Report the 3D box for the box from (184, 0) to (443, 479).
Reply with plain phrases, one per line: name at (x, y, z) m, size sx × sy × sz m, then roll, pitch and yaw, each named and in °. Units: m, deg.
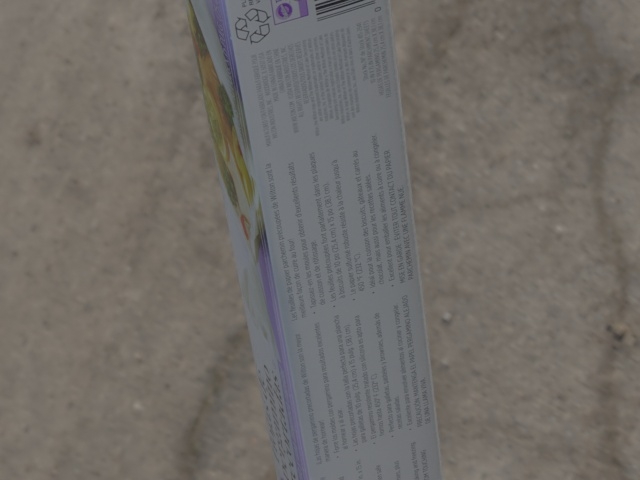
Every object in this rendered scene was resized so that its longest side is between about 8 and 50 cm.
box at (0.000, 0.000, 0.658) m, size 0.067 × 0.324 × 0.063 m, roll -19°, pitch 36°, yaw -12°
